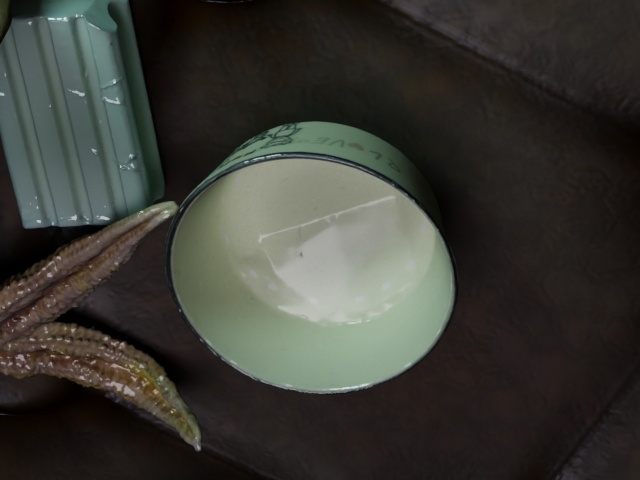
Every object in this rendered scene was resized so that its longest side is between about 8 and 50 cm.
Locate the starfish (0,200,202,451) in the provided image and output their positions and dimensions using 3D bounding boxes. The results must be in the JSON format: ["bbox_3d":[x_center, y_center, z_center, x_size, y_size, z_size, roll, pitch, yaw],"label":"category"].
[{"bbox_3d":[-0.296,0.101,1.706,0.398,0.132,0.384,5,150,-11],"label":"starfish"}]

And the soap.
[{"bbox_3d":[-0.204,-0.108,1.629,0.119,0.066,0.198,-2,122,11],"label":"soap"}]

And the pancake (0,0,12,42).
[{"bbox_3d":[-0.379,-0.158,1.514,0.294,0.294,0.049,6,143,8],"label":"pancake"}]

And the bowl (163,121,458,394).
[{"bbox_3d":[0.000,0.000,1.622,0.237,0.126,0.238,5,123,8],"label":"bowl"}]
